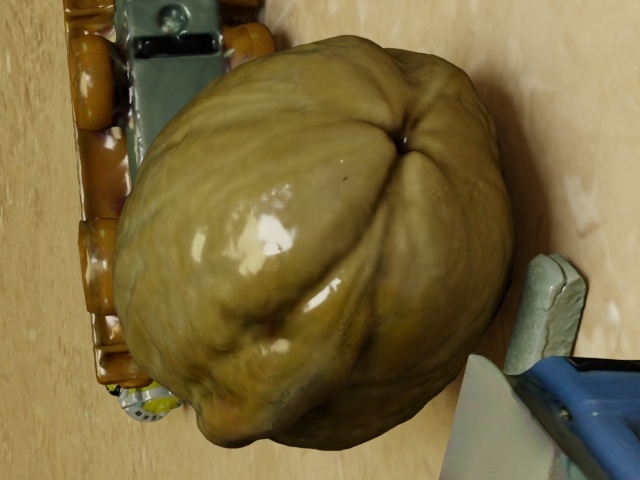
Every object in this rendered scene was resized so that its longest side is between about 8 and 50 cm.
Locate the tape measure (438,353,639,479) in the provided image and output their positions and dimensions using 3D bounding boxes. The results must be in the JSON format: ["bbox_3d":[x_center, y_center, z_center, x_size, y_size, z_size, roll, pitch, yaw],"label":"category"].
[{"bbox_3d":[0.159,0.204,0.709,0.262,0.138,0.259,-136,47,-59],"label":"tape measure"}]

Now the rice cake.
[{"bbox_3d":[0.118,0.087,0.928,0.033,0.029,0.171,50,137,50],"label":"rice cake"}]

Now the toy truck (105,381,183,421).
[{"bbox_3d":[-0.156,0.113,1.542,0.077,0.076,0.111,-31,63,42],"label":"toy truck"}]

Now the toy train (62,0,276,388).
[{"bbox_3d":[-0.121,-0.062,1.320,0.231,0.163,0.369,141,124,-78],"label":"toy train"}]

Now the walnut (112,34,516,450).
[{"bbox_3d":[0.000,0.000,0.956,0.283,0.227,0.283,-58,6,10],"label":"walnut"}]
